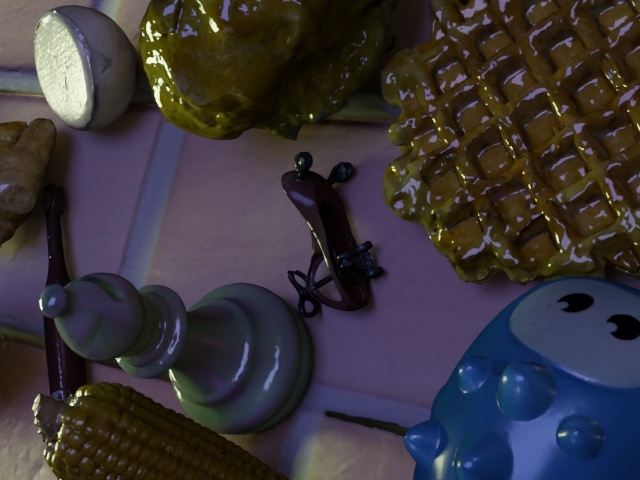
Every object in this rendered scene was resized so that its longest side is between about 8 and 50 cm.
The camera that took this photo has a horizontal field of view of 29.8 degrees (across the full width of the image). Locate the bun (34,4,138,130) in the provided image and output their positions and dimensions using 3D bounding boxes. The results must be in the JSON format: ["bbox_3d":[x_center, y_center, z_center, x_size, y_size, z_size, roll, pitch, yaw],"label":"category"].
[{"bbox_3d":[-0.240,-0.189,1.290,0.138,0.094,0.138,25,125,43],"label":"bun"}]

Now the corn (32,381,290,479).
[{"bbox_3d":[-0.120,0.194,0.996,0.097,0.262,0.097,-54,16,23],"label":"corn"}]

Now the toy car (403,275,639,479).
[{"bbox_3d":[0.161,0.143,0.845,0.188,0.190,0.255,33,93,38],"label":"toy car"}]

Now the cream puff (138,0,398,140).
[{"bbox_3d":[-0.030,-0.197,1.080,0.185,0.282,0.282,41,101,3],"label":"cream puff"}]

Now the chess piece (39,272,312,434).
[{"bbox_3d":[-0.131,0.079,1.012,0.139,0.272,0.139,-12,68,30],"label":"chess piece"}]

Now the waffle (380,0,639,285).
[{"bbox_3d":[0.186,-0.103,0.984,0.325,0.068,0.302,12,82,38],"label":"waffle"}]

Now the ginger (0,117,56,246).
[{"bbox_3d":[-0.384,-0.056,1.335,0.216,0.102,0.157,-17,59,30],"label":"ginger"}]

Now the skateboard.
[{"bbox_3d":[0.000,0.000,1.085,0.080,0.067,0.151,-33,63,32],"label":"skateboard"}]

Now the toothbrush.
[{"bbox_3d":[-0.265,0.102,1.242,0.041,0.041,0.363,-24,62,26],"label":"toothbrush"}]
